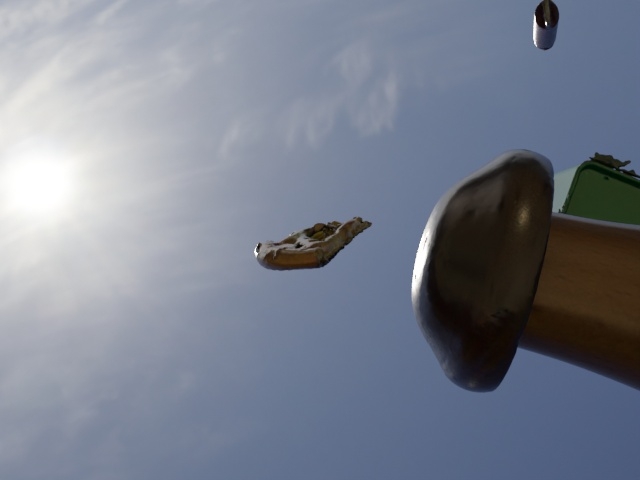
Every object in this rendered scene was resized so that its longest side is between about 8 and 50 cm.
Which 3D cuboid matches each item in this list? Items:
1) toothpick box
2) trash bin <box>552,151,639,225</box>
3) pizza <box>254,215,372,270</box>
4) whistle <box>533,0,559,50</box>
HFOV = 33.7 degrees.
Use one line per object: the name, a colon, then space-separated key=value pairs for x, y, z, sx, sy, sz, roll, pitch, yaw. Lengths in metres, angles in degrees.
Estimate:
toothpick box: x=0.219 y=0.044 z=0.813 sx=0.294 sy=0.192 sz=0.192 roll=14 pitch=-133 yaw=3
trash bin: x=0.414 y=0.031 z=1.624 sx=0.295 sy=0.381 sz=0.259 roll=22 pitch=-98 yaw=-1
pizza: x=0.000 y=0.000 z=1.487 sx=0.176 sy=0.036 sz=0.185 roll=-23 pitch=-166 yaw=-14
whistle: x=0.299 y=-0.284 z=1.405 sx=0.033 sy=0.176 sz=0.033 roll=0 pitch=-91 yaw=10
